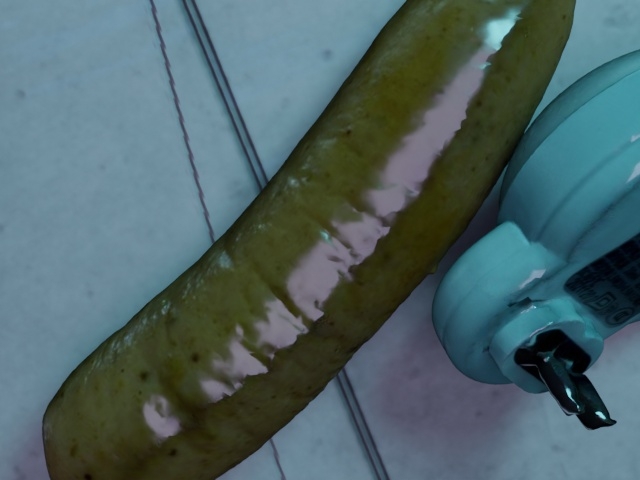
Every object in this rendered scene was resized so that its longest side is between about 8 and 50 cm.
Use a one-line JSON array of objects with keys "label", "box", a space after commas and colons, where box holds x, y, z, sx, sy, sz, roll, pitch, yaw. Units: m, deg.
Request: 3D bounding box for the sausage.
[{"label": "sausage", "box": [0.002, 0.002, 0.736, 0.136, 0.123, 0.501, 44, 96, 20]}]

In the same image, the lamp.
[{"label": "lamp", "box": [0.194, -0.014, 0.705, 0.284, 0.147, 0.209, -53, 140, 2]}]
